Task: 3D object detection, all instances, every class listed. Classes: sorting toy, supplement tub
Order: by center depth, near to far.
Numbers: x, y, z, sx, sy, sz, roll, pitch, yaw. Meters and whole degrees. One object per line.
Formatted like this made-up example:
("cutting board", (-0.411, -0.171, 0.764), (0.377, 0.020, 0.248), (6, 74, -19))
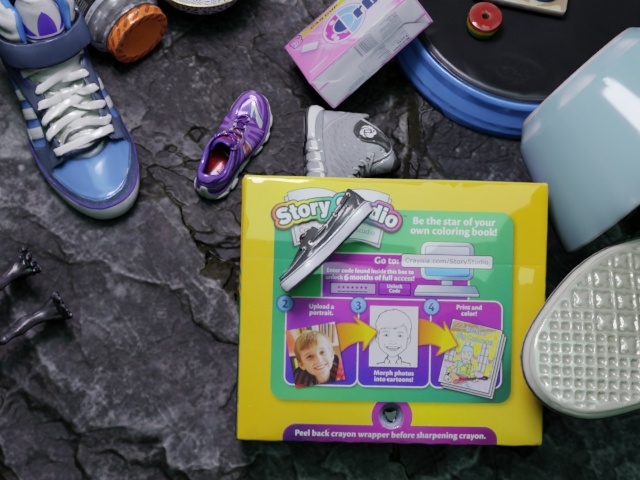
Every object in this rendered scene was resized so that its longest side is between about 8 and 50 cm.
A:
("supplement tub", (-0.309, -0.345, 1.370), (0.117, 0.117, 0.190), (-39, 76, -15))
("sorting toy", (0.291, -0.401, 1.375), (0.132, 0.046, 0.274), (12, 69, 2))

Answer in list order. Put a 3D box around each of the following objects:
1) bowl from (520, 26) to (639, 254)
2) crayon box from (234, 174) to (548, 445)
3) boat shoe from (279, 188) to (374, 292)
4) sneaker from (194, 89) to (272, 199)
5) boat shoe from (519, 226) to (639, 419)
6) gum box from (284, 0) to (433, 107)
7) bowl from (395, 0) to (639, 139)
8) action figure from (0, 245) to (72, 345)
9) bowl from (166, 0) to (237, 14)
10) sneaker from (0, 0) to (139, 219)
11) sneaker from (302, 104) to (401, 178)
("bowl", (0.369, -0.144, 1.209), (0.311, 0.311, 0.163), (-39, 85, -15))
("crayon box", (0.083, 0.082, 1.188), (0.363, 0.106, 0.313), (2, 87, -2))
("boat shoe", (0.000, 0.000, 1.114), (0.040, 0.049, 0.142), (44, 80, 5))
("sneaker", (-0.115, -0.134, 1.323), (0.068, 0.071, 0.170), (22, 69, 6))
("boat shoe", (0.423, 0.061, 1.193), (0.500, 0.156, 0.187), (-35, 78, -28))
("gum box", (0.053, -0.283, 1.333), (0.188, 0.062, 0.107), (-40, 42, 9))
("bowl", (0.291, -0.335, 1.416), (0.391, 0.077, 0.391), (1, 69, -2))
("action figure", (-0.451, 0.115, 1.179), (0.276, 0.141, 0.164), (-34, 86, -16))
("bowl", (-0.173, -0.382, 1.406), (0.170, 0.080, 0.170), (3, 65, -6))
("sneaker", (-0.338, -0.203, 1.250), (0.130, 0.236, 0.322), (-23, 72, -11))
("sneaker", (0.044, -0.079, 1.304), (0.132, 0.086, 0.228), (1, 68, -5))
